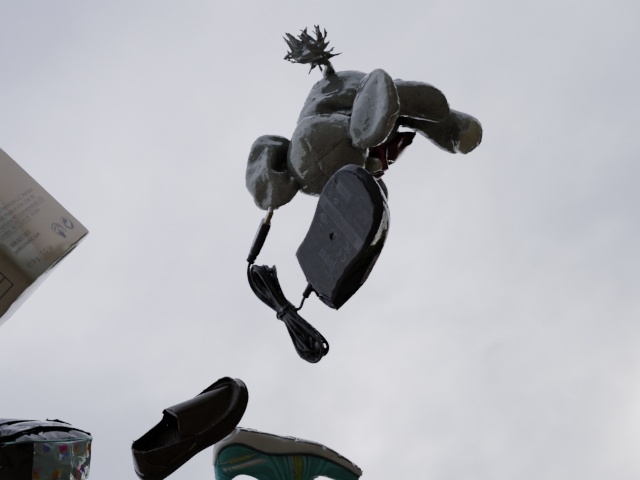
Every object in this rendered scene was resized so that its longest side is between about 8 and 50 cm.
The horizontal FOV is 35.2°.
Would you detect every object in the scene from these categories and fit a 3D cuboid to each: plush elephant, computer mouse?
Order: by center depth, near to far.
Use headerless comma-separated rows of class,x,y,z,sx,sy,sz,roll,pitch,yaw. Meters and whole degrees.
computer mouse,0.000,0.000,1.207,0.060,0.184,0.262,-8,-48,-39
plush elephant,0.045,-0.127,1.443,0.271,0.255,0.330,-28,-60,32

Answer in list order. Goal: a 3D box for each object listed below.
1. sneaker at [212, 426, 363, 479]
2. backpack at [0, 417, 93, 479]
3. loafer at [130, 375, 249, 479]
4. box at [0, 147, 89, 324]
sneaker,-0.060,0.399,1.772,0.275,0.107,0.110,14,-99,-17
backpack,-0.398,0.306,1.343,0.188,0.165,0.145,-1,-92,-66
loafer,-0.204,0.287,1.574,0.220,0.080,0.078,-41,-42,-19
box,-0.359,-0.051,0.804,0.148,0.121,0.311,-41,-82,21
